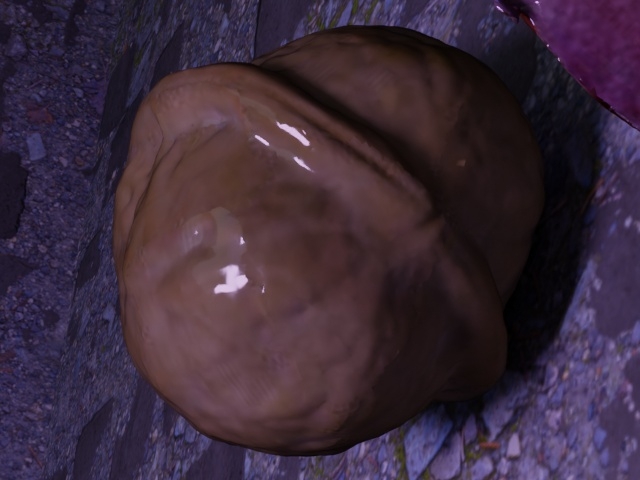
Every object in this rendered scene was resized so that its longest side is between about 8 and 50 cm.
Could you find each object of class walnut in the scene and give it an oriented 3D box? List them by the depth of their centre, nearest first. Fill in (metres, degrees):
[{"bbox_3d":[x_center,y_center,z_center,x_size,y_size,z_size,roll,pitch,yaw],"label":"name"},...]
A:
[{"bbox_3d":[0.000,0.000,1.034,0.381,0.381,0.381,-164,90,-70],"label":"walnut"}]

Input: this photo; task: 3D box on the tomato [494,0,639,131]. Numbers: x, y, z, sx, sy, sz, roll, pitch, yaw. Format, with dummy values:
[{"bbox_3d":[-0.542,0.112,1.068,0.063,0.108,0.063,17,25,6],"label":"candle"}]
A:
[{"bbox_3d":[0.215,-0.187,0.661,0.289,0.335,0.176,-50,-10,5],"label":"tomato"}]
